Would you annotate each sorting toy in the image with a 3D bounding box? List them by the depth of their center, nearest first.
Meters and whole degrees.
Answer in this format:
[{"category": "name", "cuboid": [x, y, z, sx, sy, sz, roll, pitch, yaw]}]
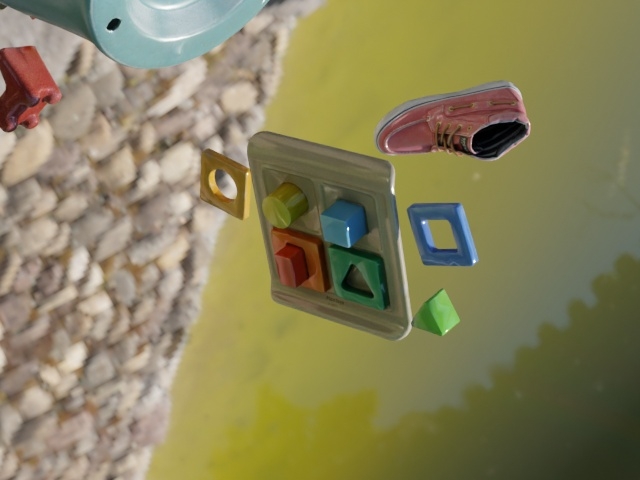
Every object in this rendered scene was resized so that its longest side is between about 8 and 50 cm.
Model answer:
[{"category": "sorting toy", "cuboid": [0.000, 0.000, 1.580, 0.047, 0.347, 0.196, -35, 130, -41]}]

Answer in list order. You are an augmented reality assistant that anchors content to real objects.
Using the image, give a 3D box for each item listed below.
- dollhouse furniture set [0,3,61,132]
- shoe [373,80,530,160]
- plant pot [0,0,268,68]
[{"category": "dollhouse furniture set", "cuboid": [-0.375, -0.196, 1.540, 0.201, 0.152, 0.374, -35, 169, -5]}, {"category": "shoe", "cuboid": [0.150, -0.125, 1.799, 0.178, 0.081, 0.063, -17, 126, 4]}, {"category": "plant pot", "cuboid": [-0.149, -0.257, 1.037, 0.271, 0.255, 0.272, -34, 151, -22]}]
